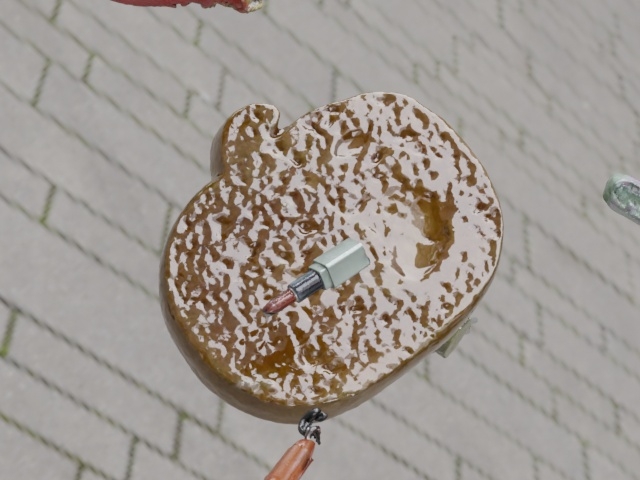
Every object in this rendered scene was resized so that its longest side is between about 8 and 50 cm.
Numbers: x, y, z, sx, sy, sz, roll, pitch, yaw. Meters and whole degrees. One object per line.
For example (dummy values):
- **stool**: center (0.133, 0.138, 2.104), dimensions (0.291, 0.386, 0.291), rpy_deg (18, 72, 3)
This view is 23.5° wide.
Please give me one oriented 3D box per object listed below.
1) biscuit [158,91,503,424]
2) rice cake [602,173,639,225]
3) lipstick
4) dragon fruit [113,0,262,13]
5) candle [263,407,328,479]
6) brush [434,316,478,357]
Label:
- **biscuit**: center (0.000, 0.001, 1.543), dimensions (0.367, 0.063, 0.314), rpy_deg (-37, 79, -18)
- **rice cake**: center (0.334, 0.001, 1.320), dimensions (0.207, 0.033, 0.033), rpy_deg (27, 14, -8)
- **lipstick**: center (-0.007, 0.036, 1.343), dimensions (0.107, 0.025, 0.025), rpy_deg (-32, 118, -22)
- **dragon fruit**: center (-0.128, -0.305, 1.437), dimensions (0.211, 0.262, 0.134), rpy_deg (50, 35, -34)
- **candle**: center (-0.022, 0.145, 0.953), dimensions (0.026, 0.021, 0.167), rpy_deg (55, 21, -5)
- **brush**: center (0.170, 0.108, 1.854), dimensions (0.027, 0.062, 0.266), rpy_deg (36, 7, 11)
